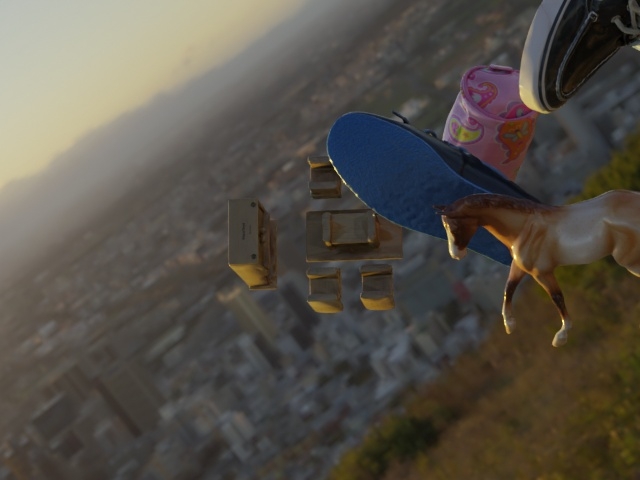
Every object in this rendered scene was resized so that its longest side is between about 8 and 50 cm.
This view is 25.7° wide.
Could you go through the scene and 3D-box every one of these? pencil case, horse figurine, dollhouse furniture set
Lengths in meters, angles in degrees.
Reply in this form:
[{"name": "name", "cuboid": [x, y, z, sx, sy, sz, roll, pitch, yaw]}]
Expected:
[{"name": "pencil case", "cuboid": [0.223, -0.117, 1.975, 0.124, 0.124, 0.284, -42, -22, -33]}, {"name": "horse figurine", "cuboid": [0.250, 0.015, 1.285, 0.263, 0.174, 0.066, -6, 32, 18]}, {"name": "dollhouse furniture set", "cuboid": [0.000, 0.000, 2.052, 0.242, 0.212, 0.161, -2, -14, 8]}]

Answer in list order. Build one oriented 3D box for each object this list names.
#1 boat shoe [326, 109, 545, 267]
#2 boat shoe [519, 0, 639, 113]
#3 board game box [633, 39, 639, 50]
[{"name": "boat shoe", "cuboid": [0.123, -0.045, 1.406, 0.109, 0.258, 0.089, -57, -3, 21]}, {"name": "boat shoe", "cuboid": [0.331, -0.268, 1.544, 0.105, 0.113, 0.306, 33, 91, 37]}, {"name": "board game box", "cuboid": [0.472, -0.362, 2.027, 0.211, 0.160, 0.039, -36, -38, -26]}]
